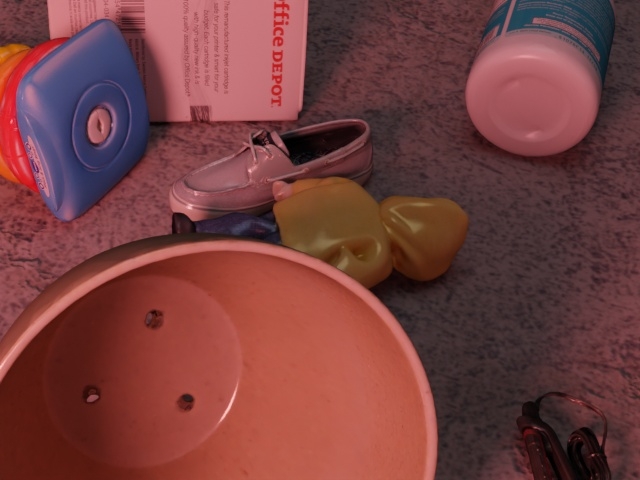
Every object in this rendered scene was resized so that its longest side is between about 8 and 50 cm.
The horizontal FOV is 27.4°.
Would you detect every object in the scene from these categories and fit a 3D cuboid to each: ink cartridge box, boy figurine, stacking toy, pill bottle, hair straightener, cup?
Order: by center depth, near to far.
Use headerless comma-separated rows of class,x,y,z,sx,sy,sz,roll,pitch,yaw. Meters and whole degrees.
cup,-0.109,0.132,0.984,0.331,0.331,0.237,-11,17,-16
hair straightener,0.221,0.211,1.094,0.089,0.047,0.230,-2,37,-7
boy figurine,0.000,0.000,1.272,0.285,0.092,0.177,-9,43,-15
stacking toy,-0.347,-0.146,1.382,0.302,0.175,0.165,14,43,28
ink cartridge box,-0.156,-0.239,1.447,0.273,0.198,0.114,-1,41,-7
pill bottle,0.259,-0.224,1.503,0.146,0.146,0.264,13,43,10

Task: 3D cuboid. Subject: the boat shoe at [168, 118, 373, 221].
boat shoe,-0.050,-0.083,1.366,0.228,0.081,0.079,-14,45,-20
